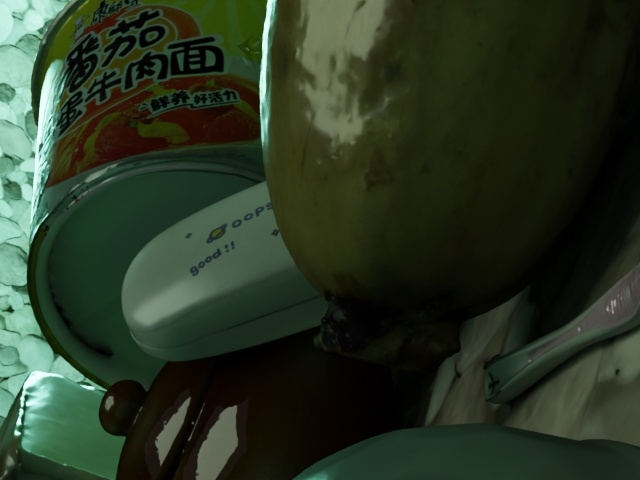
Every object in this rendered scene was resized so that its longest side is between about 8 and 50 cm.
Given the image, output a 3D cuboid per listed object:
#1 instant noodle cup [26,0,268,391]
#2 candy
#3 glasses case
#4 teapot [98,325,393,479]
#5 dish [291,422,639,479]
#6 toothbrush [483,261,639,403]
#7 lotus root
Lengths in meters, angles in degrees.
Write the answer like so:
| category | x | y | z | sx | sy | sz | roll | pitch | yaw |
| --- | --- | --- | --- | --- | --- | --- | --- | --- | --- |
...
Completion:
| category | x | y | z | sx | sy | sz | roll | pitch | yaw |
| --- | --- | --- | --- | --- | --- | --- | --- | --- | --- |
| instant noodle cup | -0.069 | -0.031 | 0.873 | 0.200 | 0.264 | 0.264 | -89 | 24 | -52 |
| candy | -0.150 | 0.192 | 0.956 | 0.195 | 0.184 | 0.137 | -121 | 51 | -75 |
| glasses case | 0.000 | 0.000 | 0.632 | 0.197 | 0.049 | 0.076 | -20 | 38 | 10 |
| teapot | -0.038 | 0.087 | 0.685 | 0.252 | 0.135 | 0.178 | -69 | 13 | -16 |
| dish | -0.010 | 0.160 | 0.345 | 0.303 | 0.120 | 0.303 | -155 | 90 | -83 |
| toothbrush | 0.093 | 0.020 | 0.438 | 0.204 | 0.022 | 0.017 | 130 | 147 | -62 |
| lotus root | 0.056 | -0.076 | 0.530 | 0.140 | 0.154 | 0.257 | 5 | 82 | 38 |
